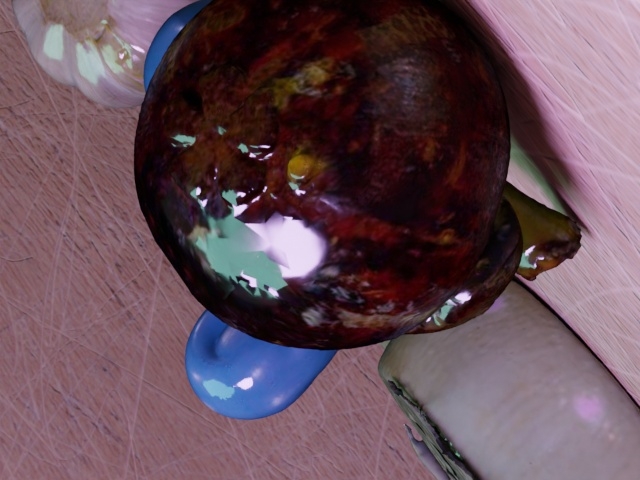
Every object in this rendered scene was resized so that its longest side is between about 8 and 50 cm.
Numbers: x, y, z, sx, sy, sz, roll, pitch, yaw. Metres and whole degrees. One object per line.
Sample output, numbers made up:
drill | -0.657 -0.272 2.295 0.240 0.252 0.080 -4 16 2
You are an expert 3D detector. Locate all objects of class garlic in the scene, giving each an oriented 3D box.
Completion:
garlic | -0.177 -0.231 1.778 0.152 0.228 0.228 -12 -126 -47

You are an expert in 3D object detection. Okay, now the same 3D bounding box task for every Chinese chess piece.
Chinese chess piece | 0.189 0.193 1.651 0.349 0.146 0.349 53 175 6

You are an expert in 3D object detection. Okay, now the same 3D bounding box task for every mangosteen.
mangosteen | 0.030 -0.037 1.179 0.289 0.231 0.231 21 -161 -42

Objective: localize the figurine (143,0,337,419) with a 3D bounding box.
figurine | -0.004 -0.053 1.504 0.298 0.243 0.416 44 -158 -39
